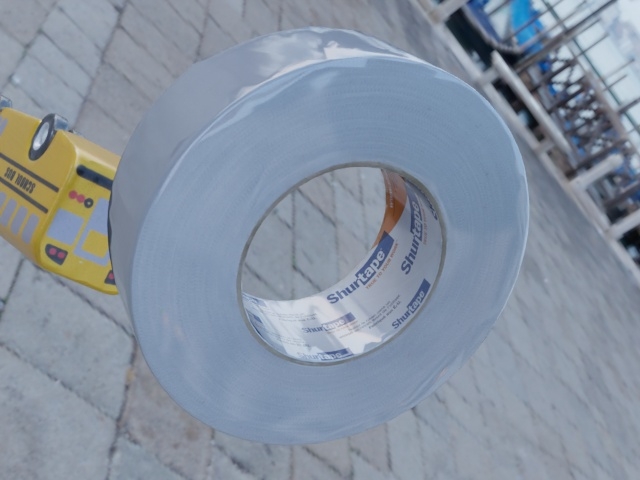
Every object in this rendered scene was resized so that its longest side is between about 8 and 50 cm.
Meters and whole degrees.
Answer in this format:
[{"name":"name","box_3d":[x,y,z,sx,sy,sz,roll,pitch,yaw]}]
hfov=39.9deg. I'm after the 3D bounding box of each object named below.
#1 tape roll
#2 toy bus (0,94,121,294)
[{"name":"tape roll","box_3d":[0.000,0.000,0.475,0.219,0.219,0.072,39,4,-34]},{"name":"toy bus","box_3d":[-0.275,-0.057,0.899,0.108,0.130,0.333,27,-3,-38]}]
